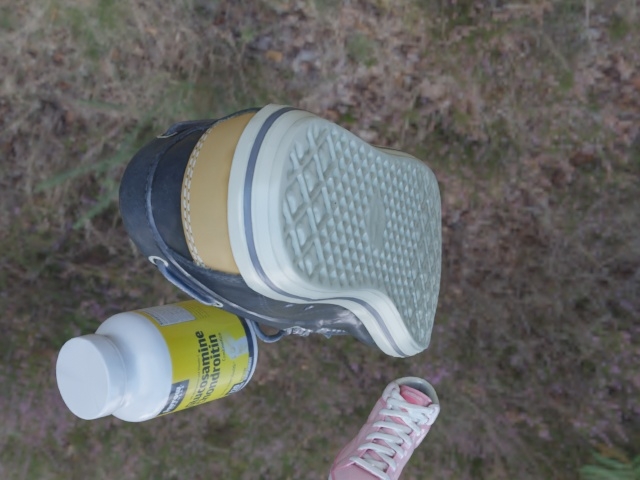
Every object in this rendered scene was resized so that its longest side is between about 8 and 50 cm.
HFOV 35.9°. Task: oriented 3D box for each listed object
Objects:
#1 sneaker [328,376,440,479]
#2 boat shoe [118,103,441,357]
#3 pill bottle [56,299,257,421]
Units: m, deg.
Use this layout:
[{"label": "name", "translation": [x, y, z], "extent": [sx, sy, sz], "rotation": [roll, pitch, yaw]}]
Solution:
[{"label": "sneaker", "translation": [0.051, 0.151, 0.763], "extent": [0.051, 0.134, 0.070], "rotation": [30, 122, 13]}, {"label": "boat shoe", "translation": [0.000, 0.000, 0.873], "extent": [0.156, 0.187, 0.500], "rotation": [2, 172, 23]}, {"label": "pill bottle", "translation": [-0.154, 0.114, 0.944], "extent": [0.103, 0.103, 0.184], "rotation": [-14, 176, 38]}]
